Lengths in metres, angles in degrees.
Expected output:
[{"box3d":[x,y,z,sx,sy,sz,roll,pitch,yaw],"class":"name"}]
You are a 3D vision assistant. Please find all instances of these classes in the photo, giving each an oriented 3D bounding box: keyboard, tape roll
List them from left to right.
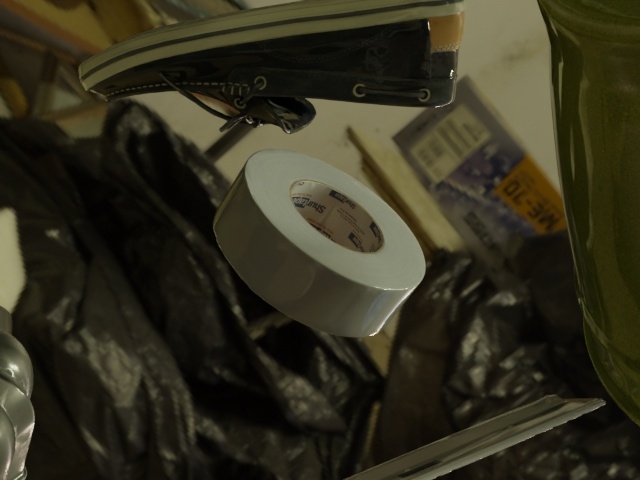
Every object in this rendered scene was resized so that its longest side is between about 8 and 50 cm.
[{"box3d":[0.000,0.000,1.108,0.219,0.072,0.219,27,27,-15],"class":"tape roll"},{"box3d":[0.063,0.151,0.692,0.072,0.256,0.014,165,-94,-76],"class":"keyboard"}]

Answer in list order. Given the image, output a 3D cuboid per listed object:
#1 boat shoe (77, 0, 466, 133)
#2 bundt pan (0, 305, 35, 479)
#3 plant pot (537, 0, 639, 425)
[{"box3d":[-0.067,-0.203,1.274,0.187,0.500,0.156,-46,130,-64],"class":"boat shoe"},{"box3d":[-0.391,0.117,0.895,0.331,0.124,0.330,23,32,-16],"class":"bundt pan"},{"box3d":[0.315,-0.083,0.743,0.353,0.367,0.366,57,7,-36],"class":"plant pot"}]
